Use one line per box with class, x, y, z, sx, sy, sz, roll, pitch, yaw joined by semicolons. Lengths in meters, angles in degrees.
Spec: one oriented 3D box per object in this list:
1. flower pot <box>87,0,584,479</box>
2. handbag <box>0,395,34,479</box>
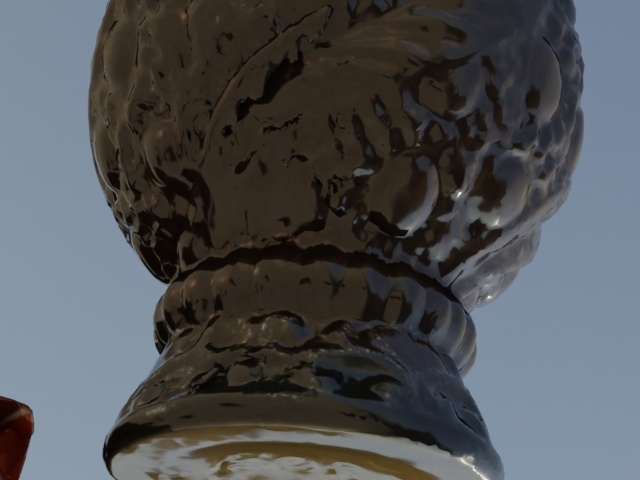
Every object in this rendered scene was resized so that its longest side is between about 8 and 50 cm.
flower pot;0.000;0.000;0.792;0.267;0.267;0.267;-26;-131;48
handbag;-0.428;0.247;1.523;0.151;0.298;0.171;55;-45;7
